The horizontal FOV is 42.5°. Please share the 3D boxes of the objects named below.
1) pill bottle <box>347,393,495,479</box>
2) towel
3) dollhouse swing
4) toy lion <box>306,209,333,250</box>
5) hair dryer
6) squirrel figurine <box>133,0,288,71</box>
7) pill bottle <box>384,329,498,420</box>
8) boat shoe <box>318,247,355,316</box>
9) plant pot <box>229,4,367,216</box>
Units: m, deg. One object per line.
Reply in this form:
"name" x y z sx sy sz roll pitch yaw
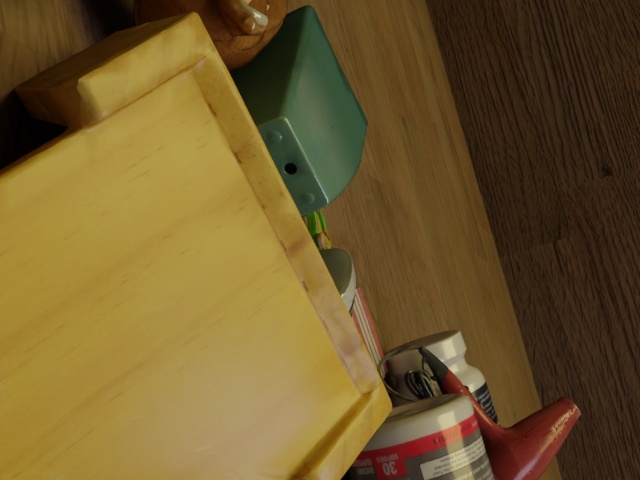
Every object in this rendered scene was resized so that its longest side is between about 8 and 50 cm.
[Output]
"pill bottle" 0.146 0.365 1.017 0.176 0.176 0.319 2 70 -69
"towel" 0.040 0.153 1.151 0.144 0.029 0.197 70 22 -4
"dollhouse swing" -0.164 0.058 0.631 0.315 0.305 0.347 19 -41 60
"toy lion" 0.000 0.000 1.174 0.096 0.034 0.100 55 24 -55
"hair dryer" 0.228 0.259 1.148 0.080 0.293 0.224 153 -63 -77
"squirrel figurine" -0.175 -0.335 0.748 0.397 0.281 0.371 -17 99 -57
"pill bottle" 0.195 0.281 1.259 0.153 0.153 0.265 -15 87 -71
"boat shoe" -0.014 0.135 0.892 0.306 0.113 0.105 -78 151 -51
"plant pot" -0.055 -0.116 0.889 0.234 0.165 0.165 -84 150 -59
